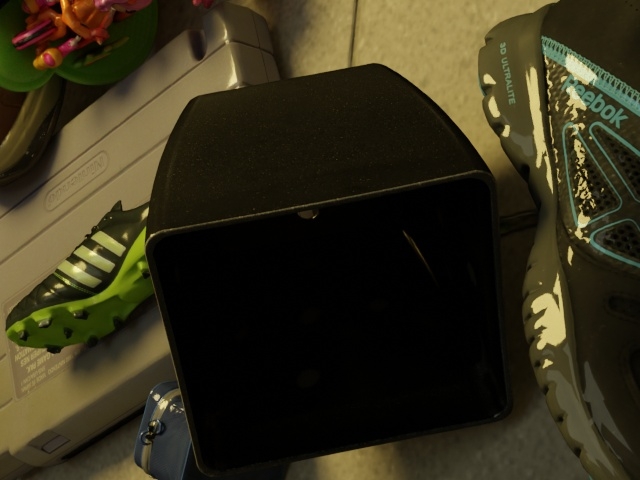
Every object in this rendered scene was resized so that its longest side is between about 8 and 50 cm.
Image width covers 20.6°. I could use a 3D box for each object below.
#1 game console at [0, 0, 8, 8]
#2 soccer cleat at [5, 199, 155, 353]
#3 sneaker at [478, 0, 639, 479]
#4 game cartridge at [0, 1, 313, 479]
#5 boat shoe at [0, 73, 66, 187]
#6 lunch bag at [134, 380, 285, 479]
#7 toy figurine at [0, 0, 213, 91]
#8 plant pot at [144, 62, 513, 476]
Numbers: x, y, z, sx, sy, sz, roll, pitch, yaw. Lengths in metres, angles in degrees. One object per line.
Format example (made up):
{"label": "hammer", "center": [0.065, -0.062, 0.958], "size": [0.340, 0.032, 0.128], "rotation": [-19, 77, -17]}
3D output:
{"label": "game console", "center": [-0.220, -0.359, 1.351], "size": [0.386, 0.060, 0.342], "rotation": [-49, 43, -10]}
{"label": "soccer cleat", "center": [-0.146, 0.019, 1.207], "size": [0.179, 0.060, 0.072], "rotation": [-30, 49, 27]}
{"label": "sneaker", "center": [0.182, 0.003, 0.921], "size": [0.139, 0.125, 0.341], "rotation": [-28, 63, 31]}
{"label": "game cartridge", "center": [-0.150, 0.014, 1.286], "size": [0.355, 0.068, 0.230], "rotation": [-33, 62, 33]}
{"label": "boat shoe", "center": [-0.247, -0.199, 1.363], "size": [0.122, 0.120, 0.324], "rotation": [-19, 51, 40]}
{"label": "lunch bag", "center": [-0.075, 0.130, 1.151], "size": [0.065, 0.098, 0.067], "rotation": [26, 102, 48]}
{"label": "toy figurine", "center": [-0.143, -0.181, 1.241], "size": [0.159, 0.173, 0.130], "rotation": [-16, 108, 50]}
{"label": "plant pot", "center": [0.000, 0.000, 1.032], "size": [0.188, 0.187, 0.167], "rotation": [-10, 40, -1]}
